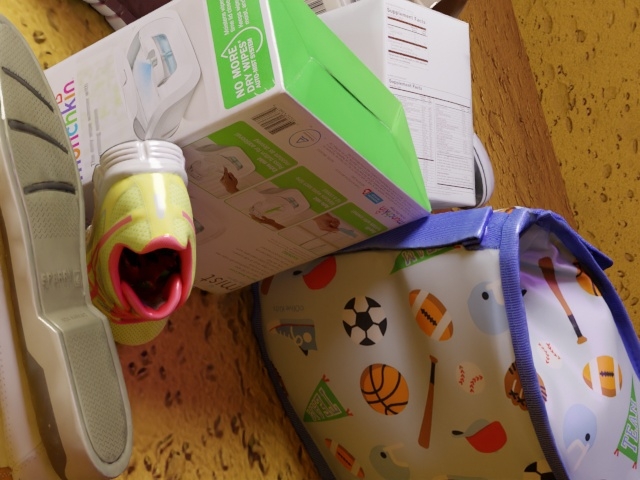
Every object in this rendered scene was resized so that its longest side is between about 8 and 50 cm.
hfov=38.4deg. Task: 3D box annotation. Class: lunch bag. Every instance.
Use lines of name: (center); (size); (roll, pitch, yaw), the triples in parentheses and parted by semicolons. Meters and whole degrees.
lunch bag: (0.139, 0.139, 0.919); (0.239, 0.328, 0.385); (-51, 120, -39)

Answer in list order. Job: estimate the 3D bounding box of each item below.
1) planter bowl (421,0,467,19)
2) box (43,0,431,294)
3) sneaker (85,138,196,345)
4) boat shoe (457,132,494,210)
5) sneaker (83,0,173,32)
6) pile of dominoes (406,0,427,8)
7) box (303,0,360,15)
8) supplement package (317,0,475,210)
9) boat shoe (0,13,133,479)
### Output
planter bowl: (0.165, -0.417, 1.625); (0.109, 0.162, 0.162); (48, 21, 13)
box: (-0.070, -0.069, 0.759); (0.262, 0.231, 0.126); (30, 44, -56)
sneaker: (-0.131, 0.028, 0.654); (0.208, 0.082, 0.094); (106, -31, -52)
boat shoe: (0.168, -0.173, 1.517); (0.335, 0.121, 0.119); (54, 36, -15)
sneaker: (-0.153, -0.267, 0.798); (0.281, 0.163, 0.106); (33, 46, -56)
pile of dominoes: (0.075, -0.170, 1.121); (0.040, 0.251, 0.195); (-2, 75, -44)
box: (0.029, -0.354, 1.334); (0.113, 0.094, 0.275); (66, 25, -16)
supplement package: (0.048, -0.132, 1.003); (0.149, 0.194, 0.203); (4, 83, -45)
boat shoe: (-0.205, 0.008, 0.566); (0.113, 0.103, 0.302); (34, 42, -76)
